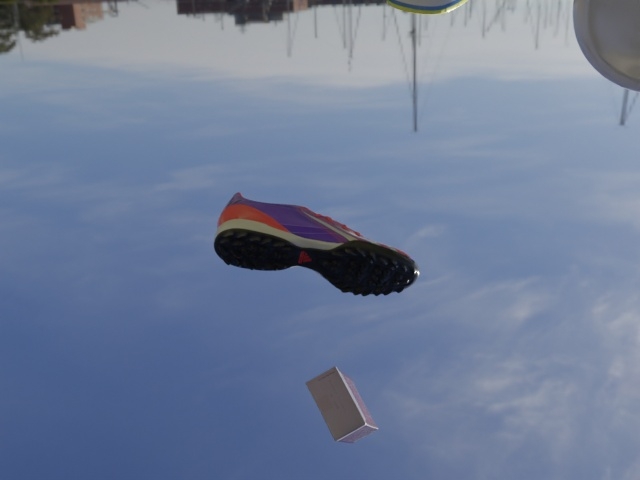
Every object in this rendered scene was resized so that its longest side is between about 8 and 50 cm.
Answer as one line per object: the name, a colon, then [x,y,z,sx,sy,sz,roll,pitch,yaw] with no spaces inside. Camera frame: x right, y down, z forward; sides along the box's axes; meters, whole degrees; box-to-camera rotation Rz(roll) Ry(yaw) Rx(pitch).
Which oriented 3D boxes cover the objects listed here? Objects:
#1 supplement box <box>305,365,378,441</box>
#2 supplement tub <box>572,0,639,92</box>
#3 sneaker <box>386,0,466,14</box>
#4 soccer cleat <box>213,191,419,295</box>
supplement box: [0.049,0.346,1.428,0.073,0.130,0.239,-30,159,1]
supplement tub: [0.502,-0.360,0.975,0.228,0.228,0.316,10,-147,28]
sneaker: [0.093,-0.190,0.411,0.053,0.059,0.144,23,-127,35]
soccer cleat: [0.000,0.000,1.057,0.318,0.108,0.116,11,-135,-7]
